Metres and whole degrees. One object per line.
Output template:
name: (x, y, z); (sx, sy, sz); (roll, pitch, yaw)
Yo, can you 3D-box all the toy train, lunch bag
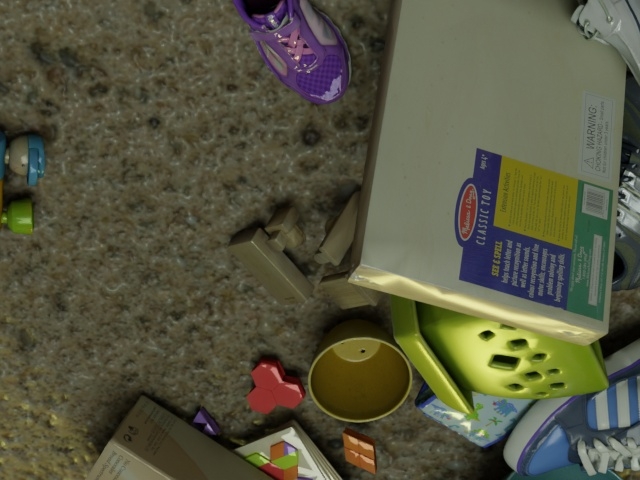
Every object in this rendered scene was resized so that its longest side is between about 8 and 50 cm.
toy train: (-0.414, -0.023, 1.424); (0.143, 0.105, 0.248); (0, 120, -18)
lunch bag: (0.218, 0.195, 1.567); (0.129, 0.096, 0.151); (33, 104, -19)

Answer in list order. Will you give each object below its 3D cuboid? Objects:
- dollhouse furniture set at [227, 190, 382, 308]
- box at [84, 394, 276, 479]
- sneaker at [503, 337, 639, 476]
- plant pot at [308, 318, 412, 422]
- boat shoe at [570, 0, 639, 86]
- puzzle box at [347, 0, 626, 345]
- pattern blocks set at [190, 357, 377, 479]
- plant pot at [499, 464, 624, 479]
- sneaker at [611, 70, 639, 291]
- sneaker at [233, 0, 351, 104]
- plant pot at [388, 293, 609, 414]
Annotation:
dollhouse furniture set: (0.000, 0.000, 1.487); (0.151, 0.123, 0.144); (-14, 126, 46)
box: (-0.163, 0.367, 1.587); (0.311, 0.121, 0.148); (32, 117, -1)
sneaker: (0.424, 0.267, 1.500); (0.322, 0.236, 0.130); (-33, 142, -2)
plant pot: (0.049, 0.157, 1.538); (0.134, 0.095, 0.134); (-1, 120, -2)
boat shoe: (0.311, -0.251, 1.282); (0.075, 0.083, 0.226); (-22, 74, 4)
puzzle box: (0.187, -0.112, 1.247); (0.272, 0.409, 0.052); (16, 155, -11)
pattern blocks set: (-0.047, 0.342, 1.634); (0.325, 0.026, 0.285); (45, 114, -9)
plant pot: (0.310, 0.465, 1.646); (0.290, 0.290, 0.195); (24, 146, -15)
sneaker: (0.369, -0.058, 1.404); (0.121, 0.111, 0.300); (-22, 119, -17)
sneaker: (-0.042, -0.243, 1.305); (0.095, 0.104, 0.236); (-27, 118, 11)
plant pot: (0.201, 0.064, 1.401); (0.207, 0.227, 0.228); (-20, 137, 17)
